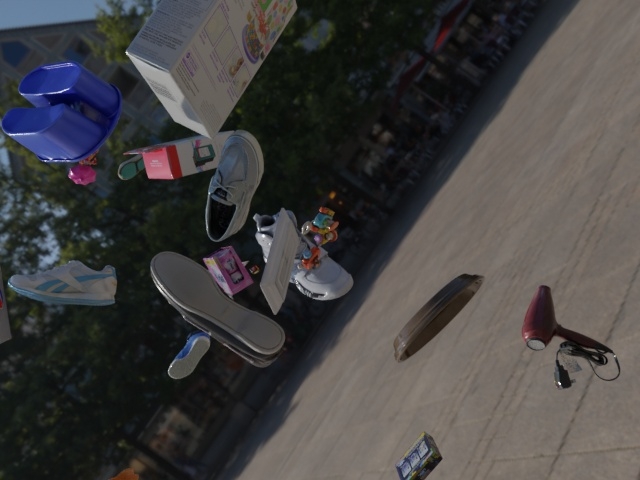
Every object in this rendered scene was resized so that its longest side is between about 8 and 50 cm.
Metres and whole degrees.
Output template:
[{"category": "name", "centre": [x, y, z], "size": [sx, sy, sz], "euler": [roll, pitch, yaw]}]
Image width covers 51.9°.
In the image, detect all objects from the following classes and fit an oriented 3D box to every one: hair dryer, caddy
[{"category": "hair dryer", "centre": [0.630, 0.251, 1.724], "size": [0.224, 0.293, 0.080], "euler": [-5, -29, -29]}, {"category": "caddy", "centre": [-0.677, -0.332, 1.755], "size": [0.179, 0.341, 0.241], "euler": [37, -116, -50]}]

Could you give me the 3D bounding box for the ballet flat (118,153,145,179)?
[{"category": "ballet flat", "centre": [-0.610, -0.237, 2.116], "size": [0.168, 0.052, 0.057], "euler": [-46, -41, -58]}]

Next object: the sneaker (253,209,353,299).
[{"category": "sneaker", "centre": [-0.068, 0.039, 1.998], "size": [0.137, 0.366, 0.210], "euler": [-45, -42, -21]}]

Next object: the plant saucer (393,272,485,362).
[{"category": "plant saucer", "centre": [0.264, 0.171, 1.496], "size": [0.278, 0.041, 0.278], "euler": [-38, -20, -16]}]

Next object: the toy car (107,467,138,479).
[{"category": "toy car", "centre": [-0.529, 0.676, 1.623], "size": [0.210, 0.219, 0.237], "euler": [16, -91, -54]}]

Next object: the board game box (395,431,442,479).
[{"category": "board game box", "centre": [0.347, 0.784, 2.328], "size": [0.170, 0.048, 0.141], "euler": [-51, 12, 9]}]

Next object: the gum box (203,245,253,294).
[{"category": "gum box", "centre": [-0.241, 0.077, 1.706], "size": [0.062, 0.107, 0.188], "euler": [-32, 7, -16]}]

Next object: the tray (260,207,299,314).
[{"category": "tray", "centre": [-0.103, 0.054, 1.798], "size": [0.145, 0.030, 0.270], "euler": [69, -154, -48]}]

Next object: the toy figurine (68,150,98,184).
[{"category": "toy figurine", "centre": [-0.731, -0.250, 2.035], "size": [0.173, 0.130, 0.159], "euler": [170, 104, -80]}]

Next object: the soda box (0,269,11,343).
[{"category": "soda box", "centre": [-0.686, 0.068, 1.289], "size": [0.098, 0.091, 0.286], "euler": [175, 87, -78]}]

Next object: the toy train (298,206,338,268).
[{"category": "toy train", "centre": [0.000, 0.000, 1.503], "size": [0.125, 0.046, 0.166], "euler": [-49, -21, -28]}]

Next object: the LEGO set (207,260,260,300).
[{"category": "LEGO set", "centre": [-0.294, 0.139, 1.993], "size": [0.244, 0.060, 0.182], "euler": [-13, -27, -48]}]

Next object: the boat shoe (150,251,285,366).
[{"category": "boat shoe", "centre": [-0.227, 0.153, 1.379], "size": [0.112, 0.335, 0.095], "euler": [-47, -13, -43]}]

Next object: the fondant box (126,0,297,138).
[{"category": "fondant box", "centre": [-0.177, -0.381, 1.171], "size": [0.330, 0.096, 0.238], "euler": [-59, -15, -12]}]

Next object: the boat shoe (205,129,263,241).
[{"category": "boat shoe", "centre": [-0.162, -0.089, 1.189], "size": [0.081, 0.079, 0.227], "euler": [-55, -14, -50]}]

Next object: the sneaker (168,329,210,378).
[{"category": "sneaker", "centre": [-0.352, 0.303, 1.780], "size": [0.152, 0.058, 0.084], "euler": [-50, 16, 13]}]

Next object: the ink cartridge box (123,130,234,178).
[{"category": "ink cartridge box", "centre": [-0.321, -0.195, 1.534], "size": [0.231, 0.077, 0.134], "euler": [-21, 17, -35]}]

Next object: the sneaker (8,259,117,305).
[{"category": "sneaker", "centre": [-0.578, 0.093, 1.481], "size": [0.087, 0.229, 0.092], "euler": [135, 139, -69]}]
